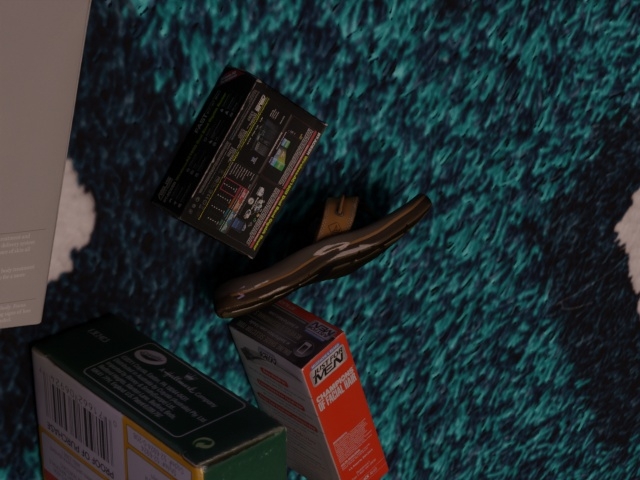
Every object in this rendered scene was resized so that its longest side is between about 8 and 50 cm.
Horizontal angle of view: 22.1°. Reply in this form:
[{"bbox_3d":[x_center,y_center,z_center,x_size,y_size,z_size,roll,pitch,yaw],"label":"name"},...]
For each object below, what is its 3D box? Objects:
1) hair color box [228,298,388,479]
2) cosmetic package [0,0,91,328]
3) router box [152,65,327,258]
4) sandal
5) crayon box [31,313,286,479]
[{"bbox_3d":[-0.008,0.131,1.354,0.053,0.093,0.167,-40,134,-24],"label":"hair color box"},{"bbox_3d":[-0.232,-0.065,1.025,0.127,0.107,0.238,-3,110,-44],"label":"cosmetic package"},{"bbox_3d":[-0.060,-0.058,1.243,0.092,0.038,0.122,31,88,-48],"label":"router box"},{"bbox_3d":[0.000,0.000,1.318,0.219,0.060,0.090,-24,170,-27],"label":"sandal"},{"bbox_3d":[-0.118,0.241,1.221,0.083,0.203,0.323,-21,125,-37],"label":"crayon box"}]
